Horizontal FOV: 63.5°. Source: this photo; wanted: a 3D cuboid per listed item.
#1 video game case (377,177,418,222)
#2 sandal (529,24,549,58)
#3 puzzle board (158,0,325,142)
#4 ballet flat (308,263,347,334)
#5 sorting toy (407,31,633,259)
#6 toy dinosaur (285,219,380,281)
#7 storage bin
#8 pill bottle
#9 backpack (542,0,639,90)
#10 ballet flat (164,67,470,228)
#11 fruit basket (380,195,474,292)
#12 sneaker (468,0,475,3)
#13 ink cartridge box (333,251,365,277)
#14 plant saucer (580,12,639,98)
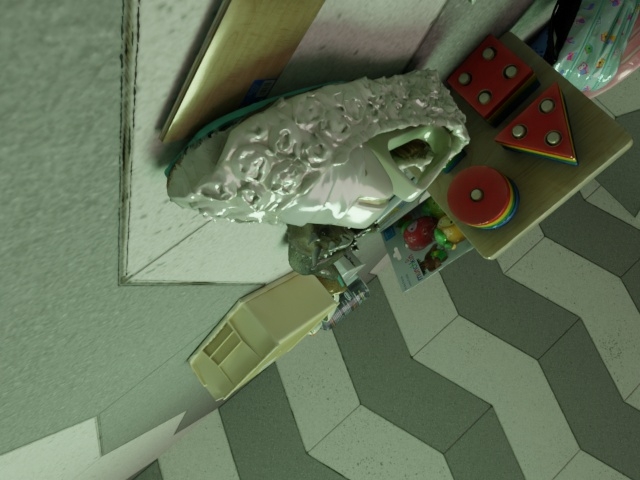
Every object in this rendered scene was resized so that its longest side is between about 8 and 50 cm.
[{"bbox_3d":[0.205,-0.093,1.387,0.212,0.023,0.193,-43,169,17],"label":"video game case"},{"bbox_3d":[0.402,-0.304,0.971,0.317,0.126,0.138,-47,164,25],"label":"sandal"},{"bbox_3d":[-0.057,-0.125,0.372,0.096,0.011,0.128,-29,165,-52],"label":"puzzle board"},{"bbox_3d":[-0.030,0.175,1.365,0.116,0.124,0.342,-42,173,-46],"label":"ballet flat"},{"bbox_3d":[0.259,-0.148,0.773,0.257,0.255,0.089,-45,153,22],"label":"sorting toy"},{"bbox_3d":[0.000,0.000,0.885,0.160,0.120,0.313,-24,169,-19],"label":"toy dinosaur"},{"bbox_3d":[-0.127,0.208,1.174,0.260,0.123,0.262,-47,168,32],"label":"storage bin"},{"bbox_3d":[0.036,0.213,1.740,0.246,0.130,0.130,-38,169,-15],"label":"pill bottle"},{"bbox_3d":[0.412,-0.324,0.793,0.181,0.115,0.152,-71,162,1],"label":"backpack"},{"bbox_3d":[0.046,-0.089,0.521,0.409,0.147,0.147,-32,166,-45],"label":"ballet flat"},{"bbox_3d":[0.335,-0.050,1.482,0.353,0.165,0.327,-32,-150,14],"label":"fruit basket"},{"bbox_3d":[0.148,-0.258,0.496,0.037,0.032,0.083,-44,170,15],"label":"sneaker"},{"bbox_3d":[0.052,0.087,1.471,0.104,0.061,0.181,-44,168,19],"label":"ink cartridge box"},{"bbox_3d":[0.679,-0.472,1.160,0.332,0.084,0.332,-52,-175,6],"label":"plant saucer"}]
